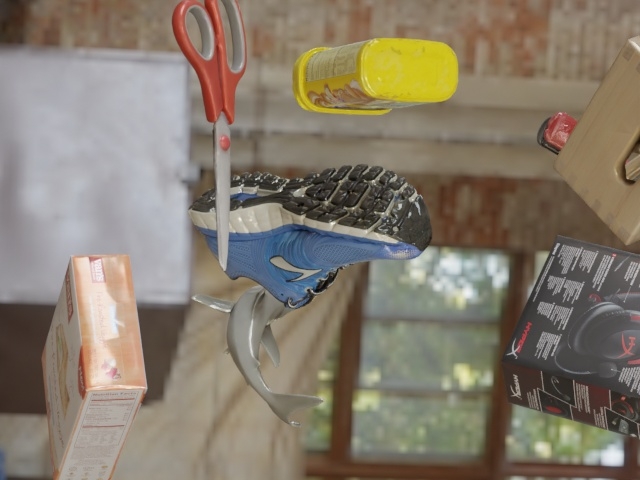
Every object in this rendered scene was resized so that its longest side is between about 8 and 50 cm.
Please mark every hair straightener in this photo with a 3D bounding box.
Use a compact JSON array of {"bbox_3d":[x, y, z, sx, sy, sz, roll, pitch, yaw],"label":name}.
[{"bbox_3d":[0.355,-0.080,2.227,0.047,0.230,0.089,-65,-173,-5],"label":"hair straightener"}]

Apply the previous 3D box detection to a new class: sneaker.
[{"bbox_3d":[0.000,0.000,2.279,0.130,0.330,0.147,-43,123,-40],"label":"sneaker"}]

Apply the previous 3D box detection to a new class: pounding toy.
[{"bbox_3d":[0.276,-0.073,1.373,0.094,0.206,0.181,50,-42,23],"label":"pounding toy"}]

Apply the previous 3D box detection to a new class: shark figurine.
[{"bbox_3d":[-0.076,0.118,2.566,0.116,0.166,0.278,-56,-156,31],"label":"shark figurine"}]

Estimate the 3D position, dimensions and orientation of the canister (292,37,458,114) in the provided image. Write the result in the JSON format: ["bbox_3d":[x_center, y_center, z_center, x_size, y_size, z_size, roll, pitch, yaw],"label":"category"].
[{"bbox_3d":[0.060,-0.179,2.093,0.170,0.126,0.073,179,-88,-65],"label":"canister"}]

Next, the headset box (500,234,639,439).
[{"bbox_3d":[0.411,0.137,2.488,0.110,0.293,0.218,74,36,-51],"label":"headset box"}]

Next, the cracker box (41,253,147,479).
[{"bbox_3d":[-0.239,0.137,1.993,0.232,0.067,0.155,117,-32,-55],"label":"cracker box"}]

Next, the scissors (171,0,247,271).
[{"bbox_3d":[-0.098,-0.121,2.023,0.109,0.021,0.297,-16,95,-56],"label":"scissors"}]
